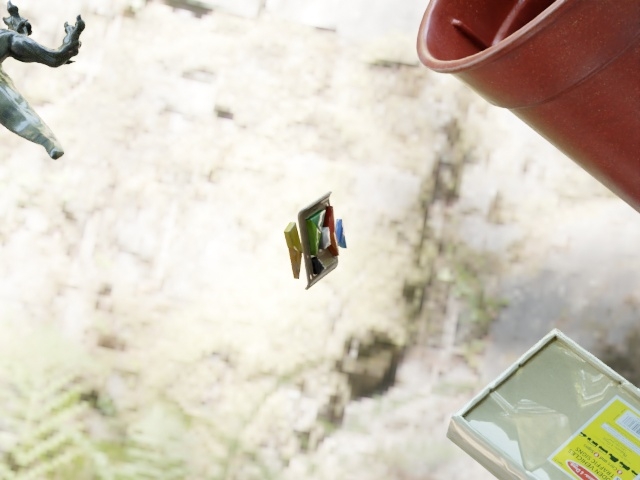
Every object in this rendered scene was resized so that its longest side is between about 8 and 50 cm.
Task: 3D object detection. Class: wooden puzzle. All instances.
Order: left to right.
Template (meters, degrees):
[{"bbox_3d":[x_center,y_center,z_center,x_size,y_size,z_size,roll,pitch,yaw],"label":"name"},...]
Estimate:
[{"bbox_3d":[0.000,0.000,1.398,0.014,0.078,0.116,2,23,22],"label":"wooden puzzle"}]

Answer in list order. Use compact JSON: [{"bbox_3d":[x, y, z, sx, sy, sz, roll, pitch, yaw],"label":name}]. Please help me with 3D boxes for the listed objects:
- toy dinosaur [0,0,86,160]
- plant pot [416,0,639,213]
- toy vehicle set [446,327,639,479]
[{"bbox_3d":[-0.250,-0.139,1.253,0.268,0.118,0.064,32,-42,27],"label":"toy dinosaur"},{"bbox_3d":[0.266,-0.158,1.328,0.265,0.272,0.272,40,-29,-21],"label":"plant pot"},{"bbox_3d":[0.274,0.212,1.574,0.267,0.166,0.035,38,-36,26],"label":"toy vehicle set"}]
